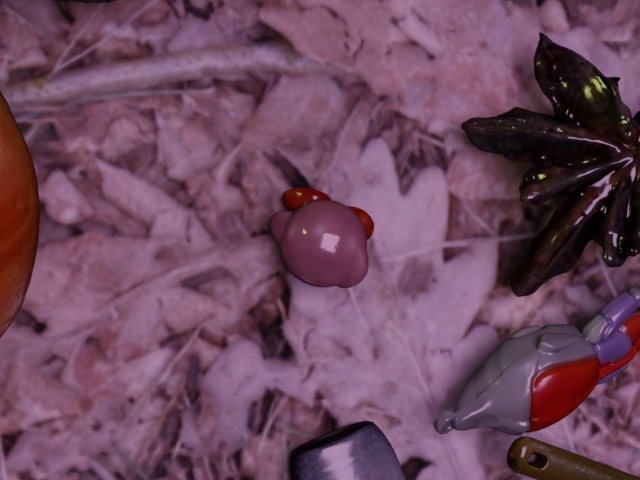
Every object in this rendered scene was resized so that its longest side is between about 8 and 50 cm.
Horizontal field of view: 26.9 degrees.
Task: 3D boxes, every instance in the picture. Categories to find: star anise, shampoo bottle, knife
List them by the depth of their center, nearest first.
[{"bbox_3d":[0.047,0.260,1.034,0.087,0.049,0.234,-20,92,-17],"label":"shampoo bottle"},{"bbox_3d":[0.253,-0.053,1.068,0.282,0.129,0.212,9,60,14],"label":"star anise"},{"bbox_3d":[0.298,0.212,1.109,0.343,0.027,0.061,23,90,-25],"label":"knife"}]

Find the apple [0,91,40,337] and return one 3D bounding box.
[{"bbox_3d":[-0.315,-0.026,0.812,0.233,0.286,0.286,-35,98,-47],"label":"apple"}]

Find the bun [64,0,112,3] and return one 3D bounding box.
[{"bbox_3d":[-0.215,-0.329,0.917,0.354,0.194,0.354,1,88,-17],"label":"bun"}]

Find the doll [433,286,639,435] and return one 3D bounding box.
[{"bbox_3d":[0.186,0.105,1.072,0.227,0.102,0.075,-23,49,-20],"label":"doll"}]

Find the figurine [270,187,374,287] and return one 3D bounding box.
[{"bbox_3d":[0.000,0.000,1.031,0.083,0.067,0.071,18,60,-1],"label":"figurine"}]
